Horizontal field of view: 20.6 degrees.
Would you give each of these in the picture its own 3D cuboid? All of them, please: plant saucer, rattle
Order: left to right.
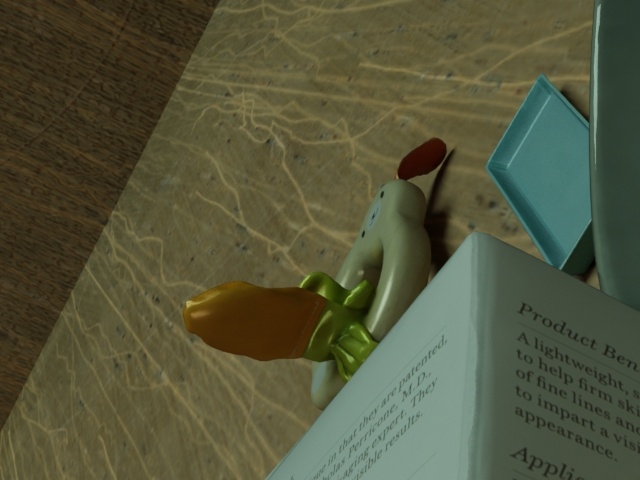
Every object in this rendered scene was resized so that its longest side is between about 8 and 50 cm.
[{"bbox_3d":[0.000,0.000,1.115,0.130,0.142,0.200,104,178,-61],"label":"rattle"},{"bbox_3d":[0.129,-0.037,0.955,0.067,0.018,0.192,-60,15,14],"label":"plant saucer"}]

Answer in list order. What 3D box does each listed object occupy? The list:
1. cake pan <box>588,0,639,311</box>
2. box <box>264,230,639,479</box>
[{"bbox_3d":[0.154,-0.101,0.689,0.293,0.054,0.293,4,-90,-90],"label":"cake pan"},{"bbox_3d":[0.072,0.125,0.528,0.182,0.181,0.119,-53,17,37],"label":"box"}]
